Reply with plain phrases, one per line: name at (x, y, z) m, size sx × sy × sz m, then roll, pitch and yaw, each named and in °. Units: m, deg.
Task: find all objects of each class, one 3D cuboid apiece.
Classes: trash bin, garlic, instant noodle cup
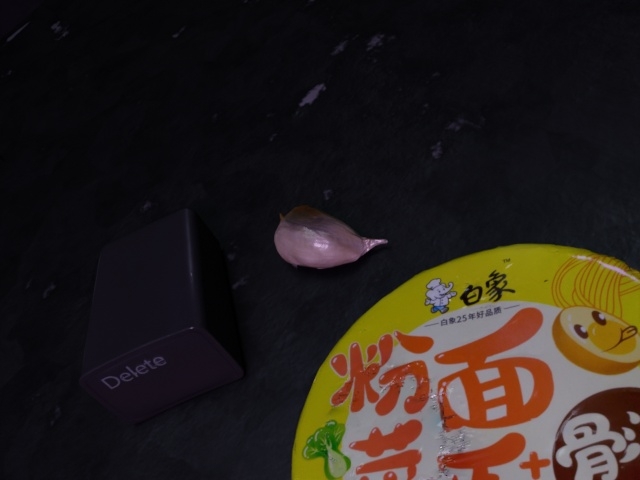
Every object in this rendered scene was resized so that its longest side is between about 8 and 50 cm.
trash bin at (-0.199, 0.084, 0.958) m, size 0.165 × 0.115 × 0.226 m, roll -25°, pitch 43°, yaw 10°
garlic at (-0.004, -0.004, 0.944) m, size 0.152 × 0.066 × 0.084 m, roll 22°, pitch 65°, yaw 44°
instant noodle cup at (0.158, 0.190, 0.563) m, size 0.311 × 0.221 × 0.311 m, roll -20°, pitch 43°, yaw 20°
